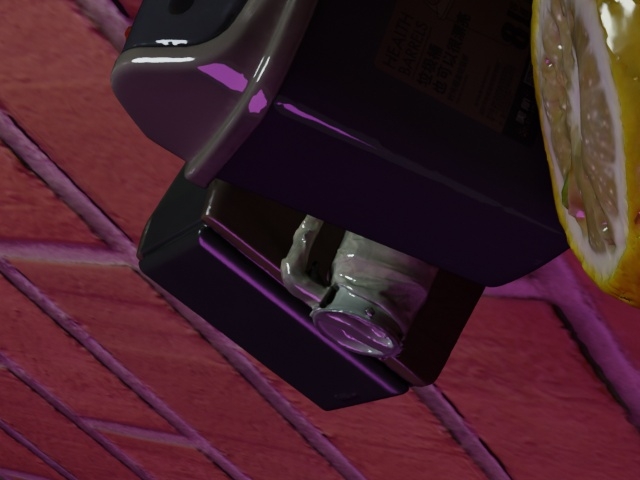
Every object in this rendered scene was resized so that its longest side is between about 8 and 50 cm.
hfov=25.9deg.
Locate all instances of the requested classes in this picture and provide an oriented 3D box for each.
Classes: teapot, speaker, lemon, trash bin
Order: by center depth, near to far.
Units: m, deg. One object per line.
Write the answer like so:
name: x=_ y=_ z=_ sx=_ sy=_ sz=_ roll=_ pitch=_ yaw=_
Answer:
lemon: x=0.229 y=-0.082 z=0.704 sx=0.219 sy=0.240 sz=0.240 roll=-11 pitch=151 yaw=-3
trash bin: x=0.033 y=-0.109 z=0.861 sx=0.290 sy=0.209 sz=0.182 roll=25 pitch=154 yaw=-13
teapot: x=0.046 y=-0.021 z=1.011 sx=0.107 sy=0.200 sz=0.077 roll=26 pitch=155 yaw=-7
speaker: x=0.000 y=0.000 z=1.115 sx=0.231 sy=0.192 sz=0.153 roll=38 pitch=153 yaw=-16

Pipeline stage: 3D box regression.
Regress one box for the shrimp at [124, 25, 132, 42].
shrimp: x=-0.077 y=-0.139 z=0.998 sx=0.236 sy=0.133 sz=0.053 roll=38 pitch=-173 yaw=-10
